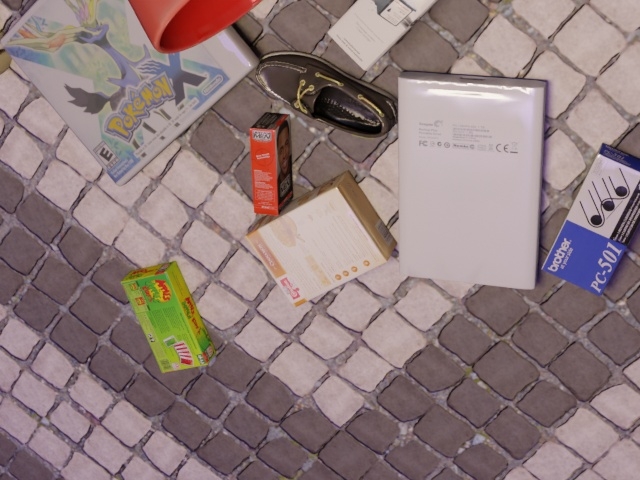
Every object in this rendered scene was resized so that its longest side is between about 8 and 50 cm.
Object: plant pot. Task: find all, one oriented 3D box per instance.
[{"bbox_3d":[-0.185,-0.430,1.733,0.275,0.275,0.243,-39,87,30],"label":"plant pot"}]

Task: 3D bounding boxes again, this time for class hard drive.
[{"bbox_3d":[0.220,-0.087,1.884,0.210,0.040,0.318,6,117,16],"label":"hard drive"}]

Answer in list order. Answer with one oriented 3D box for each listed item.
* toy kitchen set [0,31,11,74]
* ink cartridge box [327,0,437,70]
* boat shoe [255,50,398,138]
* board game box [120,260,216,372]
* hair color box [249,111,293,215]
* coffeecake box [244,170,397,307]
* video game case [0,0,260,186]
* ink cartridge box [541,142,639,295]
[{"bbox_3d":[-0.604,-0.331,1.996,0.166,0.122,0.207,-6,113,22],"label":"toy kitchen set"},{"bbox_3d":[0.115,-0.336,1.736,0.082,0.139,0.191,43,121,-3],"label":"ink cartridge box"},{"bbox_3d":[0.004,-0.214,1.877,0.228,0.068,0.081,21,120,8],"label":"boat shoe"},{"bbox_3d":[-0.256,0.130,2.157,0.092,0.043,0.181,-13,111,24],"label":"board game box"},{"bbox_3d":[-0.074,-0.117,1.953,0.043,0.072,0.141,6,118,17],"label":"hair color box"},{"bbox_3d":[0.000,0.000,1.988,0.186,0.068,0.142,-27,105,28],"label":"coffeecake box"},{"bbox_3d":[-0.297,-0.287,1.946,0.329,0.036,0.300,-38,93,31],"label":"video game case"},{"bbox_3d":[0.406,-0.029,1.847,0.097,0.046,0.207,25,121,7],"label":"ink cartridge box"}]
